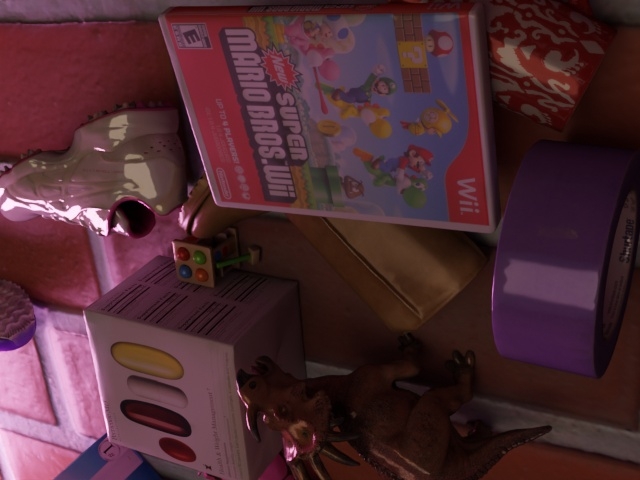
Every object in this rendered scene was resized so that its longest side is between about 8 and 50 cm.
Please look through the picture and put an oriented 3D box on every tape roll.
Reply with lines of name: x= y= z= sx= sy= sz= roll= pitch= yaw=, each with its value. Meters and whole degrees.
tape roll: x=0.208 y=0.014 z=0.722 sx=0.080 sy=0.189 sz=0.189 roll=10 pitch=119 yaw=25

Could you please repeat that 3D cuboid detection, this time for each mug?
mug: x=0.150 y=-0.180 z=0.708 sx=0.169 sy=0.113 sz=0.150 roll=30 pitch=128 yaw=11

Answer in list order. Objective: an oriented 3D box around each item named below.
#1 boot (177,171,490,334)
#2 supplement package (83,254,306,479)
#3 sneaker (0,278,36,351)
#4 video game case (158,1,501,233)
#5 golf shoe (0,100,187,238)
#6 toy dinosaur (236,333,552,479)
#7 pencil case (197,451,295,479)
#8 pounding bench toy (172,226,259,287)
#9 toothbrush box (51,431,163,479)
boot: x=0.000 y=0.000 z=0.907 sx=0.269 sy=0.089 sz=0.236 roll=45 pitch=129 yaw=2
supplement package: x=-0.140 y=0.146 z=1.028 sx=0.203 sy=0.149 sz=0.194 roll=9 pitch=119 yaw=26
sneaker: x=-0.512 y=0.137 z=1.288 sx=0.293 sy=0.102 sz=0.146 roll=9 pitch=123 yaw=32
video game case: x=0.008 y=-0.106 z=0.759 sx=0.285 sy=0.025 sz=0.204 roll=6 pitch=129 yaw=25
golf shoe: x=-0.271 y=-0.054 z=1.012 sx=0.306 sy=0.115 sz=0.140 roll=-19 pitch=91 yaw=38
toy dinosaur: x=0.071 y=0.200 z=0.896 sx=0.295 sy=0.200 sz=0.127 roll=18 pitch=123 yaw=22
pencil case: x=-0.056 y=0.333 z=1.115 sx=0.209 sy=0.095 sz=0.098 roll=44 pitch=94 yaw=6
pounding bench toy: x=-0.119 y=0.019 z=1.001 sx=0.083 sy=0.065 sz=0.052 roll=11 pitch=119 yaw=26
toothbrush box: x=-0.334 y=0.440 z=1.207 sx=0.216 sy=0.295 sz=0.126 roll=48 pitch=129 yaw=1
